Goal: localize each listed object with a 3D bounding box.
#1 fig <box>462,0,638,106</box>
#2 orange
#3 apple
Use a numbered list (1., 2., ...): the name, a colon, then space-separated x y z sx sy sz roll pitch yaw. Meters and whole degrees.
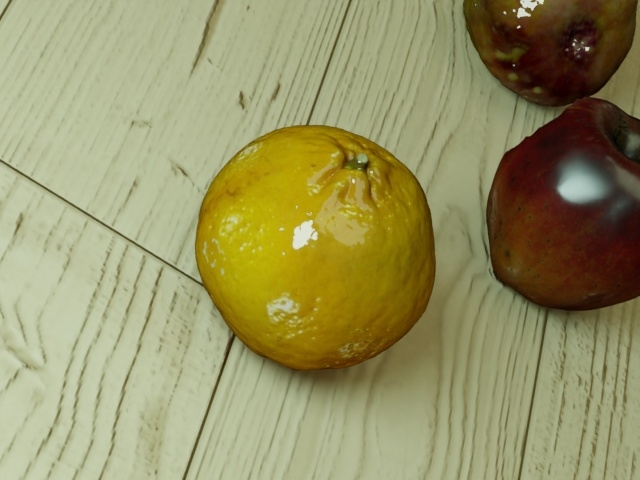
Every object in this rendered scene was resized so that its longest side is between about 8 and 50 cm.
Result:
1. fig: 0.208 -0.233 1.622 0.159 0.159 0.257 30 26 -17
2. orange: -0.001 0.003 1.231 0.178 0.155 0.177 17 61 -33
3. apple: 0.213 -0.018 1.416 0.156 0.158 0.147 19 33 -26
